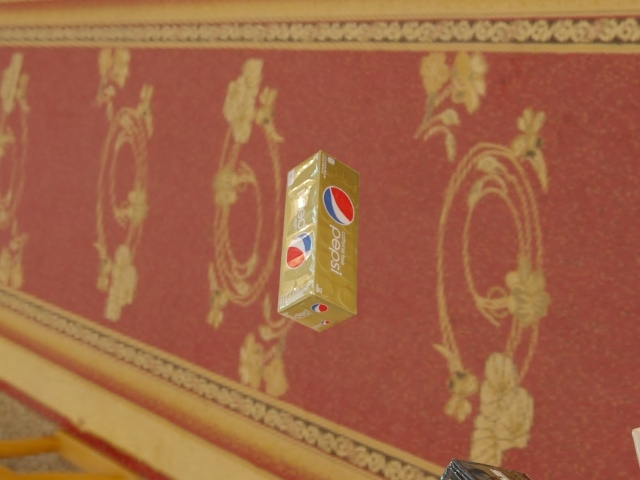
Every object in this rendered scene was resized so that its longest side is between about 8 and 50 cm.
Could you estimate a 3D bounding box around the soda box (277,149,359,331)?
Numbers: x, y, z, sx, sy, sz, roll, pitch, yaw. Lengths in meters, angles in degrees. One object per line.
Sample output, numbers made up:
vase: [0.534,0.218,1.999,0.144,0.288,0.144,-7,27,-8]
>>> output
soda box: [0.000,0.000,1.065,0.058,0.061,0.181,-29,45,40]

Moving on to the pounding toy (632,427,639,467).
pounding toy: [0.346,0.190,0.856,0.141,0.100,0.130,-21,45,21]

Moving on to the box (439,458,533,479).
box: [0.113,0.261,0.658,0.147,0.077,0.180,41,109,56]
